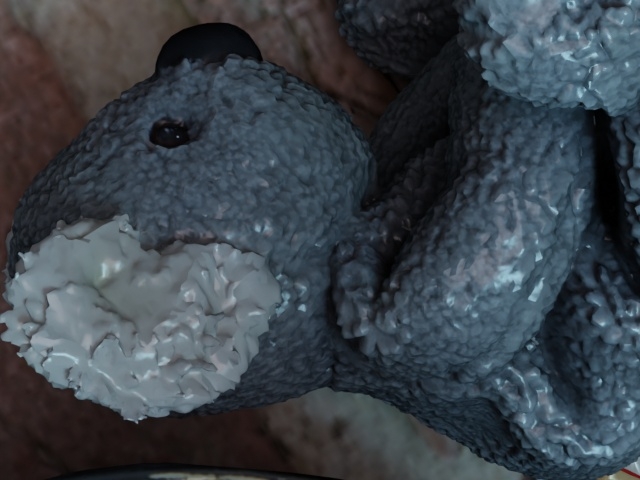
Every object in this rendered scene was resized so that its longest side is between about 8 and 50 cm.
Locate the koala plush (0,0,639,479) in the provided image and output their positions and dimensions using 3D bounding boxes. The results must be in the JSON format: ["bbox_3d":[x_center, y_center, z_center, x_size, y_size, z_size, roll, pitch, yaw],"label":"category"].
[{"bbox_3d":[0.000,0.000,0.554,0.221,0.196,0.203,-10,102,-12],"label":"koala plush"}]

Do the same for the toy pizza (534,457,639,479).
[{"bbox_3d":[0.180,0.125,0.657,0.201,0.032,0.201,0,91,-9],"label":"toy pizza"}]

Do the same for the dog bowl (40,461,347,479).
[{"bbox_3d":[-0.050,0.268,0.565,0.408,0.150,0.408,0,92,-9],"label":"dog bowl"}]
